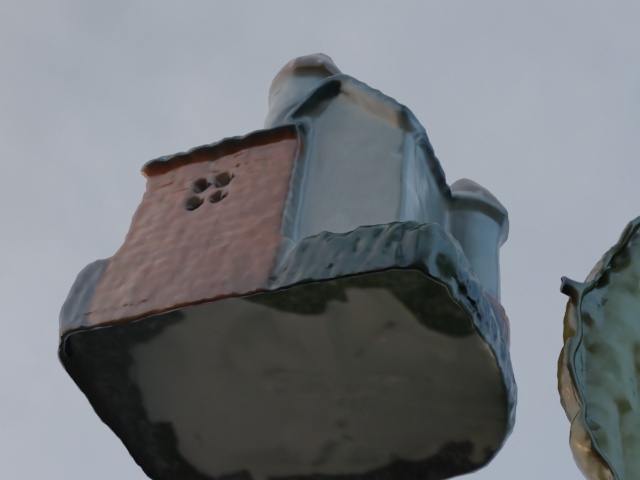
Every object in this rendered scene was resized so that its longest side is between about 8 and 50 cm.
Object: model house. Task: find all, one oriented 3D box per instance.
[{"bbox_3d":[0.000,0.000,0.930,0.271,0.301,0.190,-12,-46,22],"label":"model house"}]

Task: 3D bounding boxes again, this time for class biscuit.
[{"bbox_3d":[0.230,0.052,0.655,0.273,0.187,0.036,-1,-40,-15],"label":"biscuit"}]
